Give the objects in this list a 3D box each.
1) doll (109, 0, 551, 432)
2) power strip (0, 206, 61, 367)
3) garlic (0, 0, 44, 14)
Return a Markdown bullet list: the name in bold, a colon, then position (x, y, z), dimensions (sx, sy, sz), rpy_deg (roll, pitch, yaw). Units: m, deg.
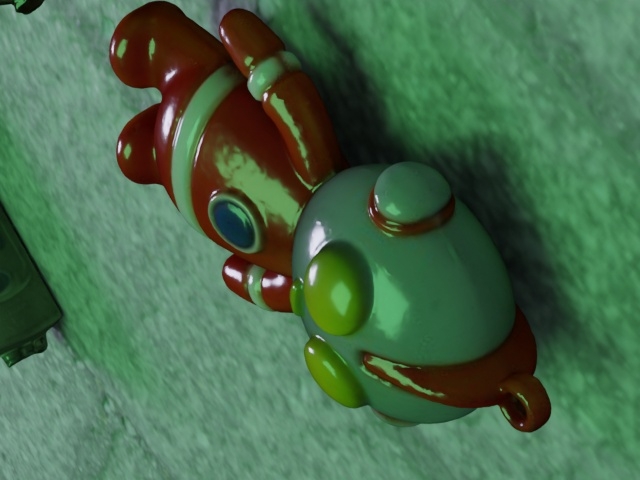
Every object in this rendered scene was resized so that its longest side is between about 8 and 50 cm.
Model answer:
- **doll**: position (0.000, 0.000, 0.983), dimensions (0.336, 0.105, 0.199), rpy_deg (40, 144, 33)
- **power strip**: position (-0.297, -0.033, 1.433), dimensions (0.048, 0.080, 0.286), rpy_deg (-30, 87, 54)
- **garlic**: position (-0.181, -0.248, 1.004), dimensions (0.245, 0.160, 0.245), rpy_deg (12, 142, 10)
